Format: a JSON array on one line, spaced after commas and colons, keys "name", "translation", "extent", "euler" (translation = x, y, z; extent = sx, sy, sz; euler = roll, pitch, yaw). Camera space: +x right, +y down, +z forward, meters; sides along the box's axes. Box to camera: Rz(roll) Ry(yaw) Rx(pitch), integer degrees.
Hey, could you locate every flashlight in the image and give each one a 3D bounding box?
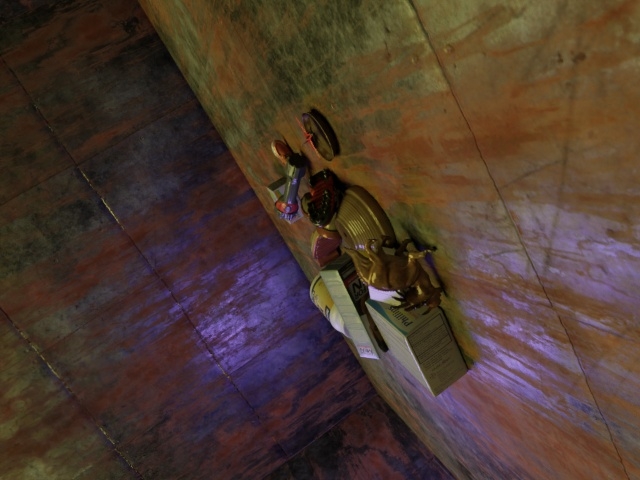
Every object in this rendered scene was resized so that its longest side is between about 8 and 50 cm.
[{"name": "flashlight", "translation": [-0.118, -0.214, 1.822], "extent": [0.103, 0.103, 0.304], "euler": [37, 140, 18]}]

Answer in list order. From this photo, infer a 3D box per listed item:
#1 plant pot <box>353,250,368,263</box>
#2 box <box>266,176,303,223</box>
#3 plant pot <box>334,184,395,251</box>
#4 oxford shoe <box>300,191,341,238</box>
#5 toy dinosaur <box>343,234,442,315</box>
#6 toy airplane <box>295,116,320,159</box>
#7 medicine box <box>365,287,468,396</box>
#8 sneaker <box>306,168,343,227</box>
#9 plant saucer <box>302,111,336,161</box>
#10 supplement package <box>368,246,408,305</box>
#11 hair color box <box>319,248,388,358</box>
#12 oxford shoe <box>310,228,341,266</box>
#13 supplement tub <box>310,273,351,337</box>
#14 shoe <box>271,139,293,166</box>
[{"name": "plant pot", "translation": [0.168, 0.064, 1.570], "extent": [0.134, 0.095, 0.134], "euler": [54, 168, 16]}, {"name": "box", "translation": [-0.170, -0.201, 2.294], "extent": [0.203, 0.103, 0.114], "euler": [62, 169, -28]}, {"name": "plant pot", "translation": [0.121, -0.046, 1.425], "extent": [0.237, 0.110, 0.237], "euler": [54, 170, 14]}, {"name": "oxford shoe", "translation": [0.014, -0.132, 1.748], "extent": [0.348, 0.123, 0.130], "euler": [-130, 43, -55]}, {"name": "toy dinosaur", "translation": [0.194, 0.097, 1.224], "extent": [0.127, 0.296, 0.200], "euler": [-44, -37, -76]}, {"name": "toy airplane", "translation": [-0.035, -0.313, 1.398], "extent": [0.151, 0.028, 0.151], "euler": [55, 169, 16]}, {"name": "medicine box", "translation": [0.316, 0.319, 1.512], "extent": [0.289, 0.149, 0.263], "euler": [62, 168, -26]}, {"name": "sneaker", "translation": [0.023, -0.120, 1.506], "extent": [0.135, 0.098, 0.276], "euler": [53, -158, -32]}, {"name": "plant saucer", "translation": [0.001, -0.319, 1.376], "extent": [0.168, 0.029, 0.168], "euler": [54, 170, 14]}, {"name": "supplement package", "translation": [0.210, 0.112, 1.396], "extent": [0.105, 0.105, 0.179], "euler": [14, 151, 19]}, {"name": "hair color box", "translation": [0.165, 0.229, 1.684], "extent": [0.114, 0.185, 0.374], "euler": [-9, 111, 52]}, {"name": "oxford shoe", "translation": [0.000, 0.000, 2.046], "extent": [0.146, 0.141, 0.397], "euler": [61, 169, 19]}, {"name": "supplement tub", "translation": [0.112, 0.291, 2.141], "extent": [0.316, 0.228, 0.228], "euler": [44, 163, 51]}, {"name": "shoe", "translation": [-0.129, -0.334, 1.841], "extent": [0.178, 0.063, 0.081], "euler": [55, 169, -19]}]
